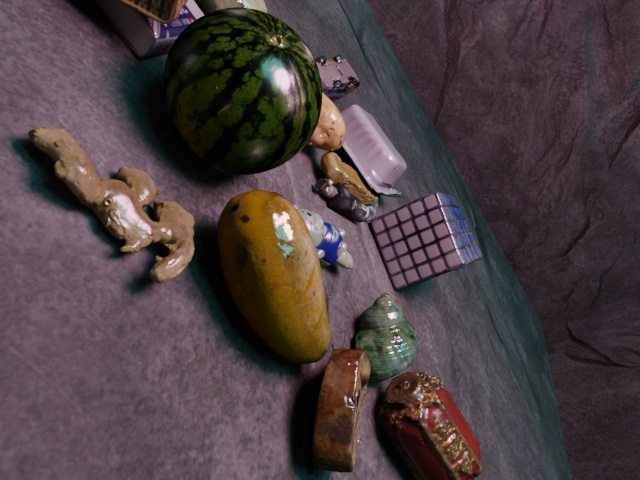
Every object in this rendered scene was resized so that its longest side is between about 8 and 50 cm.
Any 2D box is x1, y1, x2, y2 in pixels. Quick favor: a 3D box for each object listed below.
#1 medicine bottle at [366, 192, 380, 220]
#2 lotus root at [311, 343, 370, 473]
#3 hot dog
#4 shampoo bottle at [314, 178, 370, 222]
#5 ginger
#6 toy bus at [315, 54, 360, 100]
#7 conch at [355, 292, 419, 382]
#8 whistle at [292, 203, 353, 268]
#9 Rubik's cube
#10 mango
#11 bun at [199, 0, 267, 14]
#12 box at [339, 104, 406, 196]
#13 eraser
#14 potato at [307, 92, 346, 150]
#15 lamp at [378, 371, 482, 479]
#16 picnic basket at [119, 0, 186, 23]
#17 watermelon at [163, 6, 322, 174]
[{"bbox_3d":[0.163,-0.132,1.371,0.051,0.051,0.191,51,32,-22],"label":"medicine bottle"},{"bbox_3d":[0.043,0.278,0.779,0.261,0.074,0.170,-69,158,-47],"label":"lotus root"},{"bbox_3d":[0.075,-0.166,1.234,0.242,0.073,0.084,27,43,-47],"label":"hot dog"},{"bbox_3d":[0.062,-0.113,1.182,0.207,0.063,0.057,29,44,-47],"label":"shampoo bottle"},{"bbox_3d":[-0.279,-0.062,0.610,0.258,0.065,0.149,47,21,-17],"label":"ginger"},{"bbox_3d":[0.015,-0.488,1.331,0.112,0.138,0.317,56,31,-4],"label":"toy bus"},{"bbox_3d":[0.151,0.227,1.008,0.176,0.122,0.188,5,56,-29],"label":"conch"},{"bbox_3d":[0.000,0.000,0.967,0.244,0.092,0.110,35,36,-39],"label":"whistle"},{"bbox_3d":[0.332,0.002,1.346,0.237,0.238,0.237,-2,69,-57],"label":"Rubik's cube"},{"bbox_3d":[-0.074,0.074,0.741,0.176,0.175,0.329,-21,107,-38],"label":"mango"},{"bbox_3d":[-0.223,-0.578,1.033,0.195,0.118,0.195,46,28,-34],"label":"bun"},{"bbox_3d":[0.159,-0.297,1.360,0.337,0.106,0.264,58,22,12],"label":"box"},{"bbox_3d":[-0.309,-0.436,0.836,0.124,0.068,0.210,52,32,-14],"label":"eraser"},{"bbox_3d":[-0.027,-0.334,1.146,0.235,0.128,0.161,55,-6,-4],"label":"potato"},{"bbox_3d":[0.244,0.428,0.960,0.274,0.177,0.177,59,30,-12],"label":"lamp"},{"bbox_3d":[-0.323,-0.513,0.636,0.313,0.228,0.175,24,48,-17],"label":"picnic basket"},{"bbox_3d":[-0.135,-0.261,0.780,0.285,0.285,0.285,38,39,-38],"label":"watermelon"}]
